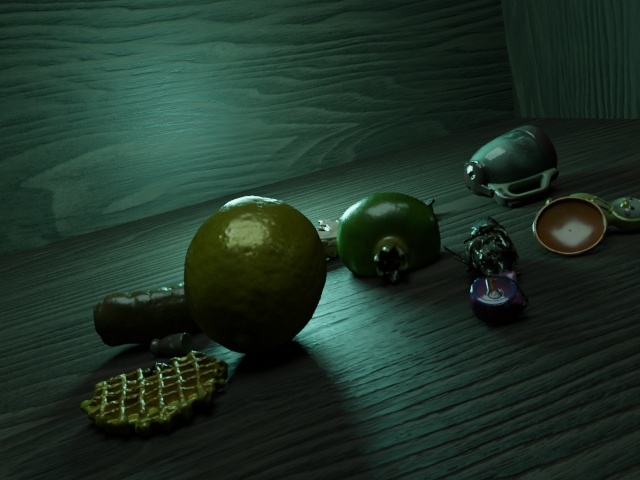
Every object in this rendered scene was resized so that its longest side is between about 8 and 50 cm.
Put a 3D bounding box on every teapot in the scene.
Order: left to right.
[{"bbox_3d":[0.694,-0.242,2.405,0.312,0.233,0.315,-24,46,-17],"label":"teapot"}]

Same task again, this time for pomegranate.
[{"bbox_3d":[0.196,-0.023,1.929,0.309,0.216,0.358,-7,16,6],"label":"pomegranate"}]

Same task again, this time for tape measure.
[{"bbox_3d":[0.396,0.129,1.470,0.125,0.074,0.118,-9,35,13],"label":"tape measure"}]

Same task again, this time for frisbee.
[{"bbox_3d":[0.677,-0.035,1.790,0.191,0.035,0.192,-12,55,17],"label":"frisbee"}]

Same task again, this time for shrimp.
[{"bbox_3d":[0.418,0.042,1.701,0.171,0.137,0.372,-23,9,22],"label":"shrimp"}]

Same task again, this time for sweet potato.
[{"bbox_3d":[-0.410,0.188,1.769,0.369,0.158,0.158,-10,15,-12],"label":"sweet potato"}]

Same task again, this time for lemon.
[{"bbox_3d":[-0.159,0.100,1.544,0.363,0.365,0.364,-11,15,3],"label":"lemon"}]

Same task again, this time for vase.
[{"bbox_3d":[-0.375,0.262,1.652,0.100,0.053,0.053,-10,15,23],"label":"vase"}]

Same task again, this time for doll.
[{"bbox_3d":[0.787,-0.079,1.853,0.296,0.117,0.141,-7,37,19],"label":"doll"}]

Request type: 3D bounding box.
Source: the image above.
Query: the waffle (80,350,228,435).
[{"bbox_3d":[-0.343,0.322,1.398,0.309,0.065,0.283,1,22,30],"label":"waffle"}]

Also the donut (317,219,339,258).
[{"bbox_3d":[0.000,0.000,2.207,0.232,0.085,0.199,-14,24,-34],"label":"donut"}]

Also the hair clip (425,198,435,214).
[{"bbox_3d":[0.349,-0.091,2.388,0.187,0.056,0.146,-31,23,-28],"label":"hair clip"}]
